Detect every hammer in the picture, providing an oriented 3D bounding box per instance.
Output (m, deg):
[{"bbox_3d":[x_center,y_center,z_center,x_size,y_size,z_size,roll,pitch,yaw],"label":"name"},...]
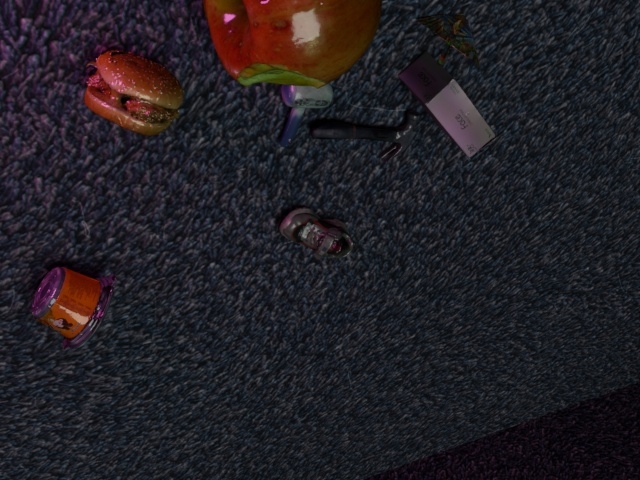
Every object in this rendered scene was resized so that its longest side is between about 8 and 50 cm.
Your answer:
[{"bbox_3d":[-0.050,-0.284,1.920,0.116,0.069,0.194,-4,139,-30],"label":"hammer"},{"bbox_3d":[0.099,-0.255,2.052,0.290,0.037,0.137,-2,128,-31],"label":"hammer"}]

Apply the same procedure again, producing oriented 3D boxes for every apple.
[{"bbox_3d":[-0.046,-0.445,1.567,0.339,0.339,0.339,-17,136,-18],"label":"apple"}]

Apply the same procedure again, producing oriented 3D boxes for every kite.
[{"bbox_3d":[0.300,-0.459,1.937,0.183,0.010,0.160,32,68,-13],"label":"kite"}]

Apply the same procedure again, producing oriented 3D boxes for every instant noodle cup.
[{"bbox_3d":[-0.569,0.139,1.921,0.125,0.177,0.208,32,87,-32],"label":"instant noodle cup"}]

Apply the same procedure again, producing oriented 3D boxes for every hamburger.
[{"bbox_3d":[-0.353,-0.283,1.631,0.182,0.191,0.118,9,122,-28],"label":"hamburger"}]

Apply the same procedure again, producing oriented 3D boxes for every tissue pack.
[{"bbox_3d":[0.305,-0.321,2.039,0.092,0.148,0.246,-41,136,10],"label":"tissue pack"}]

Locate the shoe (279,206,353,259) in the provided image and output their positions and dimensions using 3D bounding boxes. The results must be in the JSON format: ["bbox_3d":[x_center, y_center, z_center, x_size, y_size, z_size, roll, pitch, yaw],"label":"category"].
[{"bbox_3d":[0.001,0.000,2.164,0.227,0.125,0.099,13,123,-41],"label":"shoe"}]
